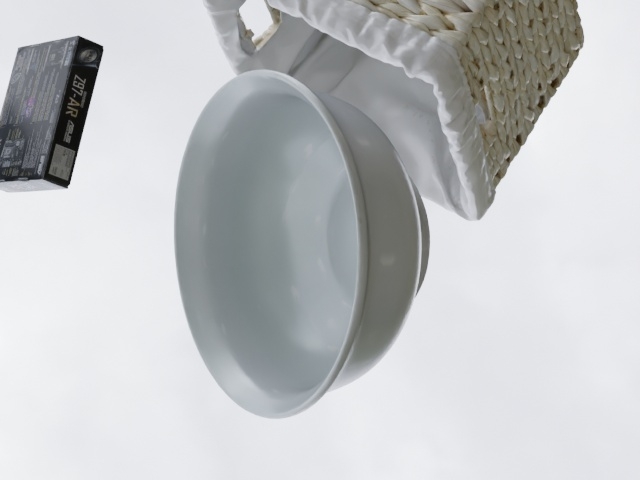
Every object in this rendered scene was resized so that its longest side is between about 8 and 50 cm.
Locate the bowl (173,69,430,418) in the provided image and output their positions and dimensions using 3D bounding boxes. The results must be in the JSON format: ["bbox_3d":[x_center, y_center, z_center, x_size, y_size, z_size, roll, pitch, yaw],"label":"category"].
[{"bbox_3d":[0.000,0.000,1.465,0.134,0.298,0.298,-4,-98,-35],"label":"bowl"}]

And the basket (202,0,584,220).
[{"bbox_3d":[0.087,-0.248,1.844,0.266,0.331,0.328,-54,-26,-15],"label":"basket"}]

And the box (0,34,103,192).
[{"bbox_3d":[-0.154,-0.069,0.939,0.018,0.067,0.083,21,-105,-38],"label":"box"}]
